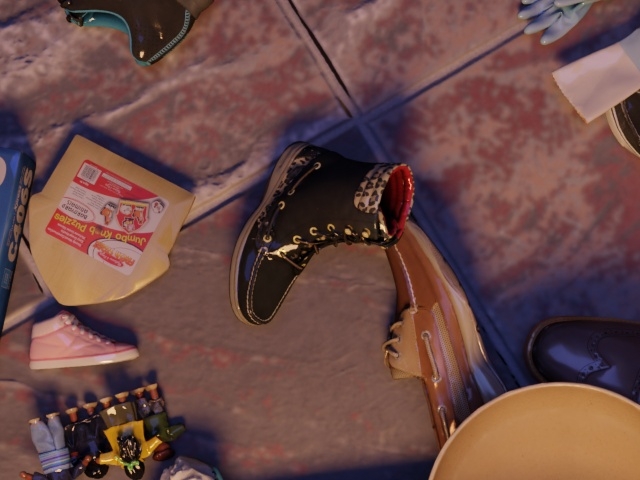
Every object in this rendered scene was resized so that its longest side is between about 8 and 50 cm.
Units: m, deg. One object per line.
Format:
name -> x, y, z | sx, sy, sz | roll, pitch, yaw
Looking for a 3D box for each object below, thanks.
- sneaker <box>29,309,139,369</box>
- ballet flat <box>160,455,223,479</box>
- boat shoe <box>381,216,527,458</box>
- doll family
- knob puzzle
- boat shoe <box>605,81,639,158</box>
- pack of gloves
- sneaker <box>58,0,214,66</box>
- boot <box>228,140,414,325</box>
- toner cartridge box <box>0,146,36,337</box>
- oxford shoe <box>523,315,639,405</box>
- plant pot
sneaker -> -0.287, 0.117, 1.549 | 0.134, 0.051, 0.070 | -4, 85, 5
ballet flat -> -0.163, 0.448, 1.432 | 0.147, 0.147, 0.408 | -6, 81, 0
boat shoe -> 0.129, 0.122, 1.506 | 0.116, 0.123, 0.324 | -24, 79, -1
doll family -> -0.258, 0.245, 1.520 | 0.193, 0.076, 0.111 | -17, 85, 4
knob puzzle -> -0.271, -0.007, 1.581 | 0.213, 0.030, 0.213 | 0, 80, 1
boat shoe -> 0.431, -0.112, 1.562 | 0.078, 0.070, 0.219 | -36, 81, -5
pack of gloves -> 0.374, -0.281, 1.584 | 0.232, 0.046, 0.195 | -29, 66, -3
sneaker -> -0.304, -0.351, 1.594 | 0.341, 0.125, 0.139 | 34, 88, 9
boot -> -0.001, -0.002, 1.505 | 0.179, 0.085, 0.236 | 11, 74, 41
toner cartridge box -> -0.464, 0.052, 1.553 | 0.165, 0.075, 0.347 | 8, 81, 5
oxford shoe -> 0.417, 0.166, 1.483 | 0.364, 0.133, 0.130 | 17, 82, 4
plant pot -> 0.264, 0.314, 1.386 | 0.284, 0.191, 0.284 | -5, 67, 11
